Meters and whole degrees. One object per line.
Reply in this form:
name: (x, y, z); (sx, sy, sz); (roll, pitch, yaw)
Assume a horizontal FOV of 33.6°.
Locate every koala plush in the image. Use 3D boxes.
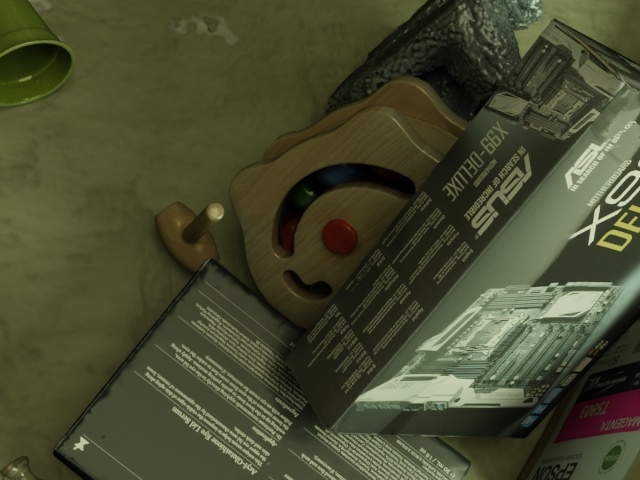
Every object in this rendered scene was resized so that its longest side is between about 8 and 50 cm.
koala plush: (0.140, -0.094, 0.903); (0.221, 0.203, 0.196); (46, 32, -11)

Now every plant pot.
plant pot: (-0.256, -0.166, 0.871); (0.083, 0.083, 0.079); (-23, 70, -19)

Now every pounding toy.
pounding toy: (0.000, 0.000, 0.815); (0.154, 0.270, 0.155); (58, 35, -13)

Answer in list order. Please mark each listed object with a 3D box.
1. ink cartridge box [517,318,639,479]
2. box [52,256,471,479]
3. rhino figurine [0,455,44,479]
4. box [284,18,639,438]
ink cartridge box: (0.268, 0.147, 0.839); (0.088, 0.234, 0.193); (37, 70, -3)
box: (-0.047, 0.170, 0.821); (0.261, 0.103, 0.184); (39, 68, -3)
rhino figurine: (-0.275, 0.273, 0.752); (0.243, 0.073, 0.106); (-40, 86, -18)
box: (0.155, 0.014, 0.760); (0.242, 0.307, 0.076); (12, 34, -46)
